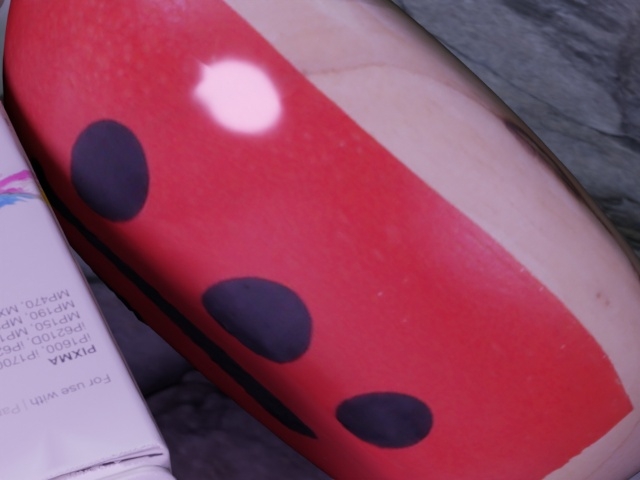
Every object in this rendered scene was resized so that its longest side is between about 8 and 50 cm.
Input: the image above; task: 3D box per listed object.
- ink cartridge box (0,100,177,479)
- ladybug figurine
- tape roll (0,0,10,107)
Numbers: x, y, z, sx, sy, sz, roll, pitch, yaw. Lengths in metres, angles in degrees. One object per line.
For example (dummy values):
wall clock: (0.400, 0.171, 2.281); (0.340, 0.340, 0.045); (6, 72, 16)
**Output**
ink cartridge box: (-0.170, 0.071, 0.870); (0.131, 0.226, 0.306); (-17, 47, -15)
ladybug figurine: (0.000, 0.000, 0.957); (0.449, 0.305, 0.162); (44, 73, -23)
tape roll: (-0.254, -0.085, 1.086); (0.246, 0.169, 0.246); (11, 39, -9)
